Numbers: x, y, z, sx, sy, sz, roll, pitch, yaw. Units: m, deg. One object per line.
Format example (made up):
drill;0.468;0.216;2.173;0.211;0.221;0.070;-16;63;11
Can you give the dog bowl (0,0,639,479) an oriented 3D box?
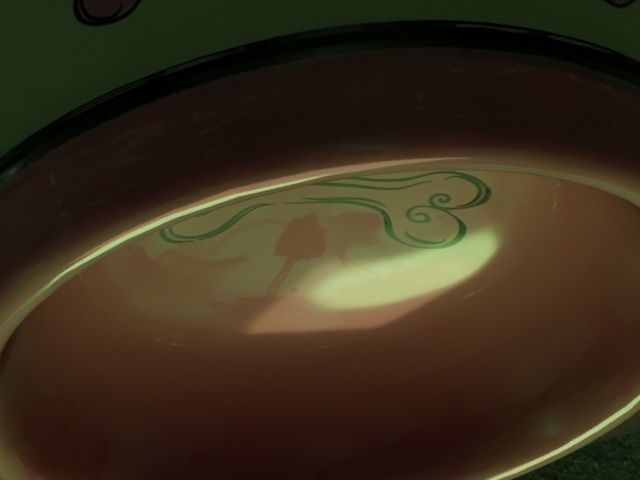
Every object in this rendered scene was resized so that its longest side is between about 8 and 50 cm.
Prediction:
dog bowl;0.000;0.000;0.744;0.408;0.150;0.408;-8;148;-5
